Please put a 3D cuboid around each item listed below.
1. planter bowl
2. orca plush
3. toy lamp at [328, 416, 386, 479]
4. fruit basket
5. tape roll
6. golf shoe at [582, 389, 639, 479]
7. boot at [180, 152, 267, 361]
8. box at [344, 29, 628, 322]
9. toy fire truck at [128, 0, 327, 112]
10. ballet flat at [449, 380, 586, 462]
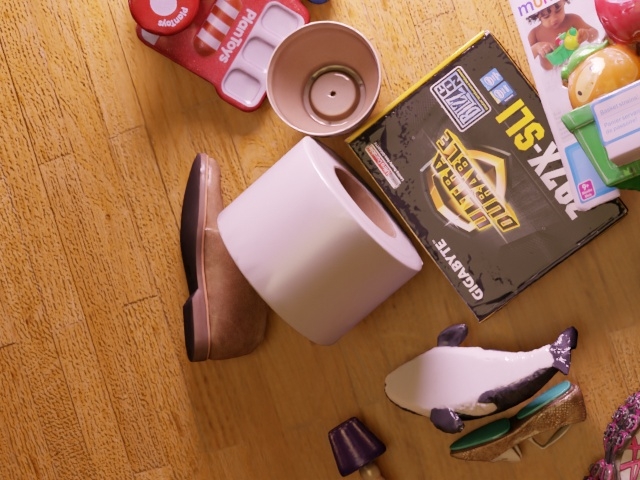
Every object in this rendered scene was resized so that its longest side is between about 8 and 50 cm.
[{"bbox_3d":[0.013,-0.217,1.969,0.162,0.109,0.162,-1,83,10],"label":"planter bowl"},{"bbox_3d":[0.236,0.189,1.943,0.287,0.102,0.151,-29,56,23],"label":"orca plush"},{"bbox_3d":[0.100,0.381,1.990,0.080,0.080,0.275,-31,85,14],"label":"toy lamp"},{"bbox_3d":[0.406,-0.253,1.770,0.327,0.165,0.353,-23,81,35],"label":"fruit basket"},{"bbox_3d":[0.000,0.000,1.917,0.169,0.246,0.246,-42,81,13],"label":"tape roll"},{"bbox_3d":[0.429,0.293,1.910,0.086,0.067,0.186,22,96,-16],"label":"golf shoe"},{"bbox_3d":[-0.144,0.023,2.049,0.115,0.112,0.305,-2,87,-15],"label":"boot"},{"bbox_3d":[0.231,-0.089,1.938,0.257,0.079,0.322,-37,82,11],"label":"box"},{"bbox_3d":[-0.122,-0.368,1.998,0.254,0.169,0.302,31,101,-12],"label":"toy fire truck"},{"bbox_3d":[0.280,0.271,1.942,0.206,0.073,0.067,-30,98,18],"label":"ballet flat"}]
